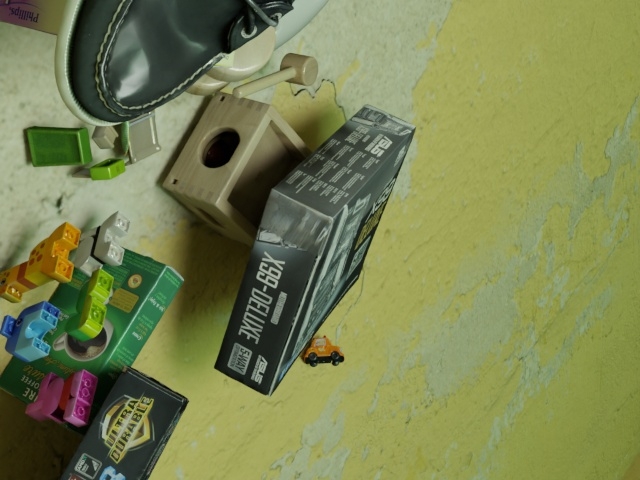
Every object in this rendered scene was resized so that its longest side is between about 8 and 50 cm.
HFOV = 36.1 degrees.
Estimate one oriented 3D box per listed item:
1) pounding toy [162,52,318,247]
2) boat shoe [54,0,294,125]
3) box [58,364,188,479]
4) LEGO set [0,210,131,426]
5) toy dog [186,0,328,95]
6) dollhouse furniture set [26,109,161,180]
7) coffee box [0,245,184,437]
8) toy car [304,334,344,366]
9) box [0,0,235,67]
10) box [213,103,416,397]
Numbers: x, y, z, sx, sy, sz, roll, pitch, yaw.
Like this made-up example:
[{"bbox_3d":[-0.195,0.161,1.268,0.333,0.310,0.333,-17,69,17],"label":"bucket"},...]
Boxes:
[{"bbox_3d":[-0.084,-0.123,1.094,0.206,0.094,0.181,-62,146,-13],"label":"pounding toy"},{"bbox_3d":[-0.051,-0.211,0.710,0.340,0.113,0.127,-52,140,-24],"label":"boat shoe"},{"bbox_3d":[-0.228,0.273,0.973,0.295,0.073,0.293,-62,-178,-11],"label":"box"},{"bbox_3d":[-0.259,0.062,0.922,0.087,0.093,0.227,43,39,-39],"label":"LEGO set"},{"bbox_3d":[-0.058,-0.289,1.005,0.161,0.220,0.334,52,50,-14],"label":"toy dog"},{"bbox_3d":[-0.221,-0.106,0.982,0.151,0.058,0.076,-44,133,-61],"label":"dollhouse furniture set"},{"bbox_3d":[-0.231,0.092,0.985,0.184,0.113,0.040,-61,147,-16],"label":"coffee box"},{"bbox_3d":[-0.008,0.140,1.356,0.122,0.060,0.041,50,33,-58],"label":"toy car"},{"bbox_3d":[-0.164,-0.283,0.810,0.117,0.213,0.243,-3,107,-52],"label":"box"},{"bbox_3d":[0.000,0.000,1.148,0.307,0.076,0.242,-48,161,-58],"label":"box"}]
